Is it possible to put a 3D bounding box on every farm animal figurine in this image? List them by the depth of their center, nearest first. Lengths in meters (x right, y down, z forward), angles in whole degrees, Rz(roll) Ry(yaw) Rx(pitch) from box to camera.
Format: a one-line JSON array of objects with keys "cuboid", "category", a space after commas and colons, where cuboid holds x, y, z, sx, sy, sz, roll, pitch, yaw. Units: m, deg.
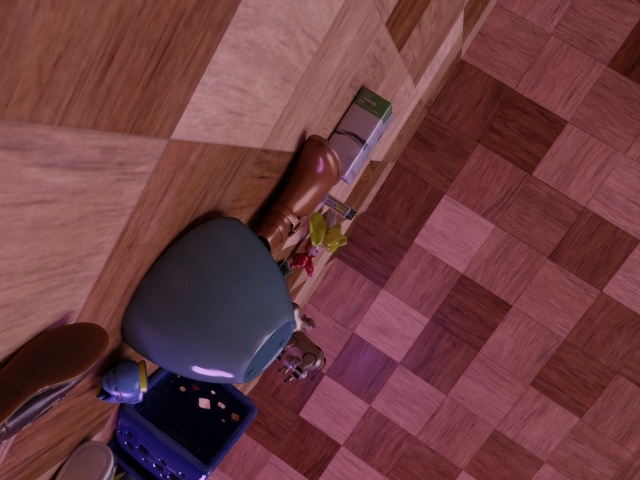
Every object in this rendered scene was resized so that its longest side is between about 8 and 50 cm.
[{"cuboid": [-0.097, 0.350, 2.050, 0.172, 0.326, 0.330, -38, -178, -30], "category": "farm animal figurine"}]

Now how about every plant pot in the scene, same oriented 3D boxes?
[{"cuboid": [-0.159, 0.133, 0.973, 0.290, 0.195, 0.290, -47, 162, -20], "category": "plant pot"}, {"cuboid": [-0.322, 0.434, 1.277, 0.212, 0.236, 0.236, -54, 175, 29], "category": "plant pot"}]

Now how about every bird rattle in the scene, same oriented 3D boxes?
[{"cuboid": [0.000, 0.000, 1.918, 0.253, 0.143, 0.207, 119, -8, -49], "category": "bird rattle"}]

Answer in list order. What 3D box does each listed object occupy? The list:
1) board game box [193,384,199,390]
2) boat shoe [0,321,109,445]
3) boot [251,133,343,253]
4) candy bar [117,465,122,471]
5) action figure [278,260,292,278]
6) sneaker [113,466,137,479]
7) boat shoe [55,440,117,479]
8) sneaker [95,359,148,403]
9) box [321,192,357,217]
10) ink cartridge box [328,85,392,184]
[{"cuboid": [-0.235, 0.214, 1.457, 0.346, 0.056, 0.208, -61, 178, 32], "category": "board game box"}, {"cuboid": [-0.340, 0.171, 0.655, 0.207, 0.073, 0.073, -36, 161, -49], "category": "boat shoe"}, {"cuboid": [-0.068, -0.089, 1.241, 0.220, 0.109, 0.283, -48, 176, -30], "category": "boot"}, {"cuboid": [-0.487, 0.547, 1.489, 0.161, 0.018, 0.040, -55, 173, -8], "category": "candy bar"}, {"cuboid": [-0.134, 0.118, 1.792, 0.137, 0.063, 0.232, -62, 175, 17], "category": "action figure"}, {"cuboid": [-0.452, 0.637, 1.497, 0.111, 0.121, 0.300, -49, 159, -23], "category": "sneaker"}, {"cuboid": [-0.486, 0.520, 1.031, 0.305, 0.109, 0.091, -57, 169, -30], "category": "boat shoe"}, {"cuboid": [-0.353, 0.252, 0.989, 0.082, 0.069, 0.209, -7, 163, -23], "category": "sneaker"}, {"cuboid": [0.051, -0.111, 1.783, 0.036, 0.114, 0.207, -57, 172, 5], "category": "box"}, {"cuboid": [0.094, -0.267, 1.471, 0.219, 0.093, 0.160, -57, 172, 2], "category": "ink cartridge box"}]
